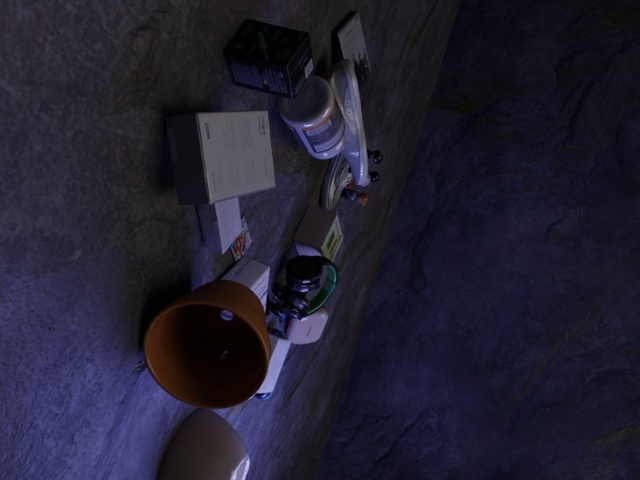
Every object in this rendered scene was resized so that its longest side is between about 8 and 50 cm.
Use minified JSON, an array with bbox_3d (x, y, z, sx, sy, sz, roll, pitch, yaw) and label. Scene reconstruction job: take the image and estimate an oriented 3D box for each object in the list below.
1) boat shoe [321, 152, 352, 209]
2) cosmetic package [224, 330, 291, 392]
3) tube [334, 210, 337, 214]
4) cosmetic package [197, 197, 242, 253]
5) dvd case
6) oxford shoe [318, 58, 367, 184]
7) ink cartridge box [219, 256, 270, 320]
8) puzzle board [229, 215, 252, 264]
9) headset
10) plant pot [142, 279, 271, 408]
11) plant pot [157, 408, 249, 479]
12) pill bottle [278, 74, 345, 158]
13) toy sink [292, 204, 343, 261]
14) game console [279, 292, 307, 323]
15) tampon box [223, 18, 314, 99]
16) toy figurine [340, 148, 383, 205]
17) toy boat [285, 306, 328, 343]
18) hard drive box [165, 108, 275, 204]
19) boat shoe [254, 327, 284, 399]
[{"bbox_3d":[0.081,-0.263,2.115,0.109,0.094,0.302,-11,118,-71],"label":"boat shoe"},{"bbox_3d":[-0.210,0.381,1.754,0.151,0.151,0.184,48,62,-71],"label":"cosmetic package"},{"bbox_3d":[0.035,-0.030,2.307,0.080,0.052,0.207,103,8,-50],"label":"tube"},{"bbox_3d":[-0.249,-0.088,1.304,0.239,0.060,0.099,91,22,-44],"label":"cosmetic package"},{"bbox_3d":[0.111,-0.632,1.845,0.179,0.029,0.239,-58,142,-39],"label":"dvd case"},{"bbox_3d":[0.078,-0.384,1.818,0.169,0.130,0.449,-109,-177,-52],"label":"oxford shoe"},{"bbox_3d":[-0.229,0.180,1.578,0.158,0.092,0.218,-50,155,-51],"label":"ink cartridge box"},{"bbox_3d":[-0.229,0.002,1.549,0.128,0.011,0.096,83,30,-56],"label":"puzzle board"},{"bbox_3d":[-0.066,0.186,1.904,0.394,0.185,0.243,-1,120,-48],"label":"headset"},{"bbox_3d":[-0.252,0.226,1.302,0.203,0.290,0.291,-77,179,-68],"label":"plant pot"},{"bbox_3d":[-0.327,0.677,1.620,0.284,0.190,0.284,19,90,-73],"label":"plant pot"},{"bbox_3d":[-0.015,-0.356,1.604,0.278,0.162,0.162,49,61,-71],"label":"pill bottle"},{"bbox_3d":[0.000,0.000,2.066,0.234,0.131,0.153,75,37,-62],"label":"toy sink"},{"bbox_3d":[-0.106,0.262,2.112,0.122,0.107,0.071,-55,128,-45],"label":"game console"},{"bbox_3d":[-0.114,-0.412,1.226,0.101,0.161,0.120,79,34,-59],"label":"tampon box"},{"bbox_3d":[0.172,-0.278,2.296,0.210,0.148,0.213,83,29,-55],"label":"toy figurine"},{"bbox_3d":[-0.067,0.317,2.201,0.151,0.151,0.231,-110,-151,-43],"label":"toy boat"},{"bbox_3d":[-0.205,-0.183,1.154,0.232,0.089,0.181,-23,111,-57],"label":"hard drive box"},{"bbox_3d":[-0.205,0.444,1.968,0.089,0.109,0.258,61,32,-58],"label":"boat shoe"}]
